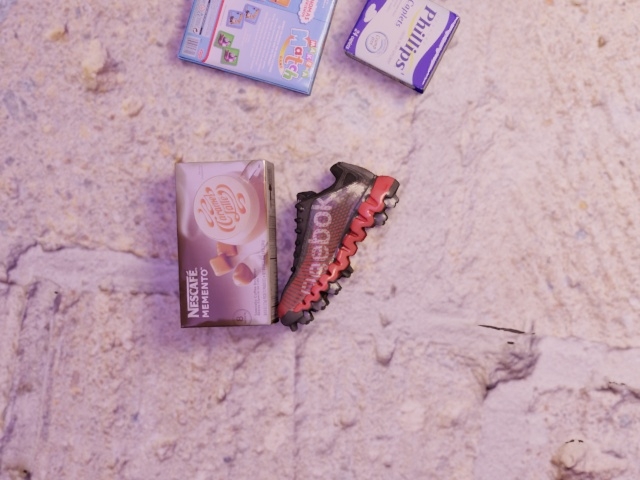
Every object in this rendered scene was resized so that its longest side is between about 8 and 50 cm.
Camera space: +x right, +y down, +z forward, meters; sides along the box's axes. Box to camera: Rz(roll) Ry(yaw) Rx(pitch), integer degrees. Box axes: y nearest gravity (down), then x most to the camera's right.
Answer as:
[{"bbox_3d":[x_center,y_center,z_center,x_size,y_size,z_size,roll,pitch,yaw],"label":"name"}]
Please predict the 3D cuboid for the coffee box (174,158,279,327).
[{"bbox_3d":[-0.140,0.005,1.731,0.141,0.098,0.246,-1,90,5],"label":"coffee box"}]

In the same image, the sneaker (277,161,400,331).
[{"bbox_3d":[0.000,0.000,1.720,0.135,0.097,0.276,33,91,4],"label":"sneaker"}]

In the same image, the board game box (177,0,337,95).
[{"bbox_3d":[-0.095,-0.327,1.757,0.211,0.039,0.160,17,92,5],"label":"board game box"}]

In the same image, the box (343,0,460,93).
[{"bbox_3d":[0.122,-0.307,1.721,0.137,0.072,0.126,27,93,4],"label":"box"}]
